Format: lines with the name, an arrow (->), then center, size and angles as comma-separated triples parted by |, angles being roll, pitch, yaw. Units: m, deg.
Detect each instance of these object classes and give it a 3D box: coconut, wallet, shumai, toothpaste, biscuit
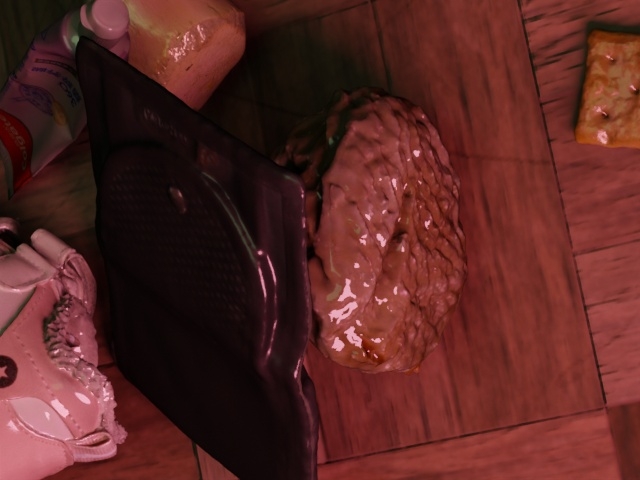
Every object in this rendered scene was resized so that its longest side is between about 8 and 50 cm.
coconut -> -0.129, -0.163, 1.278 | 0.122, 0.116, 0.116 | 45, 106, 19
wallet -> -0.085, 0.036, 1.177 | 0.247, 0.041, 0.323 | 36, 143, 37
shumai -> 0.000, 0.000, 1.193 | 0.175, 0.166, 0.206 | -7, 66, 32
toothpaste -> -0.206, -0.113, 1.276 | 0.075, 0.048, 0.301 | 49, 150, -3
biscuit -> 0.219, -0.104, 1.163 | 0.081, 0.018, 0.083 | 10, 92, 26

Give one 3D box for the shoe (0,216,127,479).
shoe -> -0.272, 0.063, 1.324 | 0.198, 0.172, 0.351 | -15, 60, -7
